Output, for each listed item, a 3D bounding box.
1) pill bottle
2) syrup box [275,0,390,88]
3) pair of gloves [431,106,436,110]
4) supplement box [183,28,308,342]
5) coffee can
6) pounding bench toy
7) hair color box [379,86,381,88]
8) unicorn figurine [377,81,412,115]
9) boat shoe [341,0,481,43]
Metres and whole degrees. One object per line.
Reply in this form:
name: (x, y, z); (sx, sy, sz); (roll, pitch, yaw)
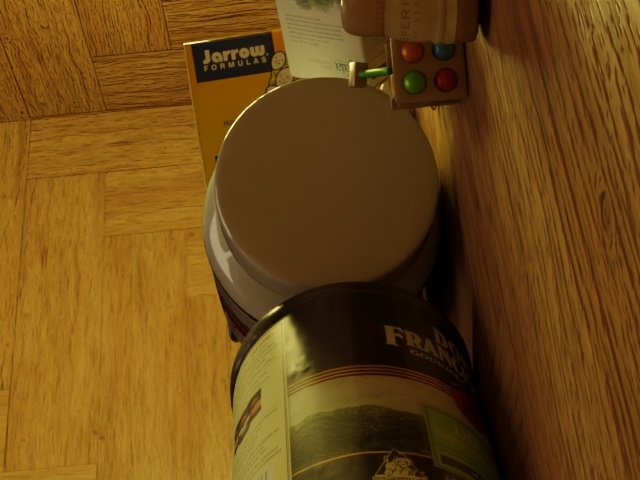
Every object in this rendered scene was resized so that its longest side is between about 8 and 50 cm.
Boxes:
pill bottle: (0.000, 0.000, 1.185); (0.392, 0.224, 0.224); (97, 168, -75)
syrup box: (0.016, -0.257, 1.049); (0.096, 0.093, 0.237); (-41, -47, -36)
pair of gloves: (0.095, -0.160, 1.054); (0.074, 0.010, 0.083); (86, 177, -72)
supplement box: (-0.040, -0.075, 1.492); (0.195, 0.194, 0.356); (-106, 7, -85)
coffee can: (0.033, 0.186, 0.886); (0.275, 0.202, 0.201); (-97, 1, -61)
pounding bench toy: (0.063, -0.125, 0.898); (0.065, 0.083, 0.052); (-88, -7, -88)
hair color box: (0.064, -0.232, 1.519); (0.093, 0.053, 0.167); (81, -178, -84)
unicorn figurine: (0.079, -0.117, 1.309); (0.111, 0.060, 0.162); (-47, -33, -78)
boat shoe: (0.045, -0.232, 0.858); (0.302, 0.098, 0.109); (-95, 0, -51)
